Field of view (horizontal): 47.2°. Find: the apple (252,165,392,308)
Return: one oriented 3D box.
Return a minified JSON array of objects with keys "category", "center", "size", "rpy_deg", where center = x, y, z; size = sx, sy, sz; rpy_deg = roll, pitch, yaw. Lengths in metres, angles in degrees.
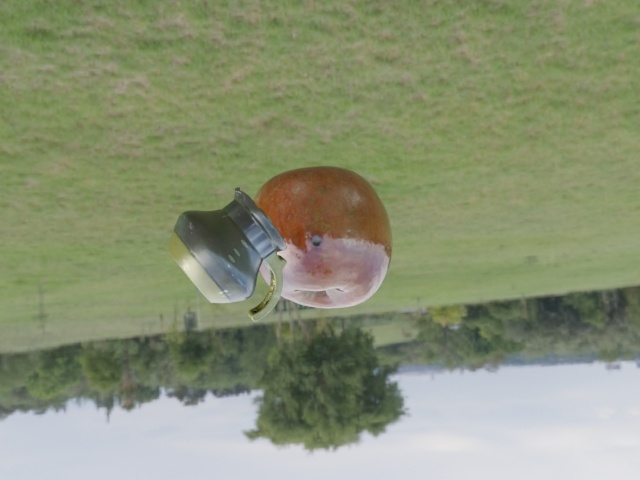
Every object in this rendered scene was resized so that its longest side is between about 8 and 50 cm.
[{"category":"apple","center":[0.000,0.000,1.203],"size":[0.253,0.254,0.253],"rpy_deg":[-5,173,-1]}]

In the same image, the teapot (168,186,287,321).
[{"category":"teapot","center":[-0.102,0.020,0.891],"size":[0.119,0.166,0.130],"rpy_deg":[-39,-154,-8]}]
